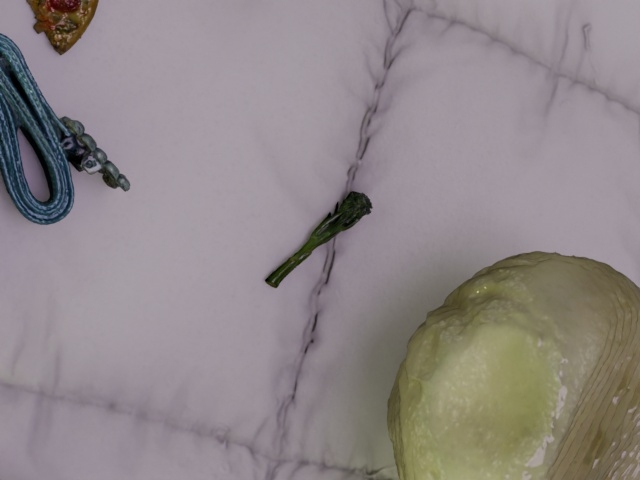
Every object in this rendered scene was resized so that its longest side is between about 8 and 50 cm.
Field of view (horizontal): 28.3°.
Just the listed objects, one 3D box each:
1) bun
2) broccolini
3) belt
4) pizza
[{"bbox_3d":[0.197,0.184,1.299,0.349,0.227,0.352,-52,138,-27],"label":"bun"},{"bbox_3d":[0.000,0.000,1.287,0.140,0.035,0.030,-43,109,-20],"label":"broccolini"},{"bbox_3d":[-0.250,-0.106,1.115,0.100,0.065,0.179,-27,107,-17],"label":"belt"},{"bbox_3d":[-0.237,-0.214,1.135,0.078,0.025,0.083,26,81,-32],"label":"pizza"}]
